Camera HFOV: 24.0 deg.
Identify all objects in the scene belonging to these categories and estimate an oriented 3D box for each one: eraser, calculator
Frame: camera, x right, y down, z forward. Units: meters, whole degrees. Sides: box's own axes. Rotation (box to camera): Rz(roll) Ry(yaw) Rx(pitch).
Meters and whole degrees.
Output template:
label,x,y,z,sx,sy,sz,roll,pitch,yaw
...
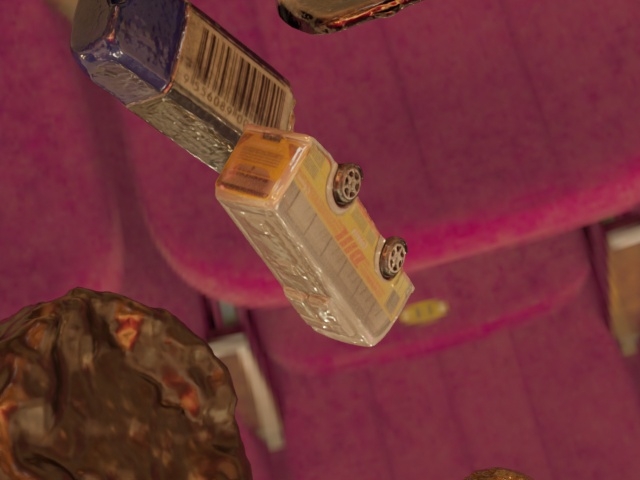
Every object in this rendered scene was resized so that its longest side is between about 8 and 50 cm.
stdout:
label,x,y,z,sx,sy,sz,roll,pitch,yaw
eraser,-0.171,-0.208,1.932,0.102,0.155,0.332,-15,144,38
calculator,0.040,-0.271,1.599,0.177,0.268,0.040,-22,117,-6

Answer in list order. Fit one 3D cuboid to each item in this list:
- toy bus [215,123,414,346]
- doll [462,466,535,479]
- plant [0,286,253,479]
label,x,y,z,sx,sy,sz,roll,pitch,yaw
toy bus,0.000,0.000,1.392,0.092,0.106,0.268,14,154,33
doll,0.220,0.305,1.261,0.091,0.286,0.203,-56,170,20
plant,-0.176,0.153,0.839,0.199,0.188,0.276,4,146,-46
